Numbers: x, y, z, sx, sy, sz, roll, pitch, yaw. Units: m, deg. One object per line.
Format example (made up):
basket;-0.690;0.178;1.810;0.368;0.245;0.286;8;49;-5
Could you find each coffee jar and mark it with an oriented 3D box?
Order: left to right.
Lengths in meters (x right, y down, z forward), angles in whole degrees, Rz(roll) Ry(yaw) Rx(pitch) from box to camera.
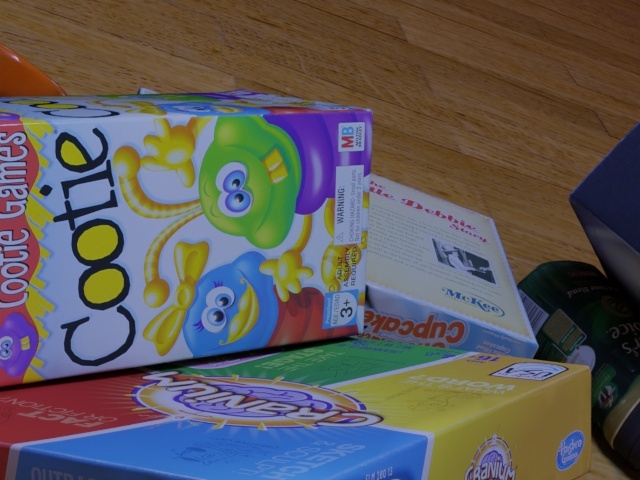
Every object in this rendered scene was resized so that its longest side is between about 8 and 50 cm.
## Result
coffee jar;0.230;0.098;1.236;0.096;0.079;0.184;3;36;-44

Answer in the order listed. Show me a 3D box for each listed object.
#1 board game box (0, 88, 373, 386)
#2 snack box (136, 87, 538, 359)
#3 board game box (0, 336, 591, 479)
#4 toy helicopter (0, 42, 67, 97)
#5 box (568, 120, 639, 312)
board game box;-0.120;-0.010;0.923;0.275;0.144;0.142;-6;13;-38
snack box;0.000;0.000;1.212;0.322;0.060;0.187;20;28;-17
board game box;-0.029;0.109;0.831;0.242;0.064;0.316;5;8;31
toy helicopter;-0.345;-0.129;0.999;0.355;0.140;0.235;35;-5;-26
box;0.375;0.045;1.234;0.294;0.183;0.296;44;-2;29
